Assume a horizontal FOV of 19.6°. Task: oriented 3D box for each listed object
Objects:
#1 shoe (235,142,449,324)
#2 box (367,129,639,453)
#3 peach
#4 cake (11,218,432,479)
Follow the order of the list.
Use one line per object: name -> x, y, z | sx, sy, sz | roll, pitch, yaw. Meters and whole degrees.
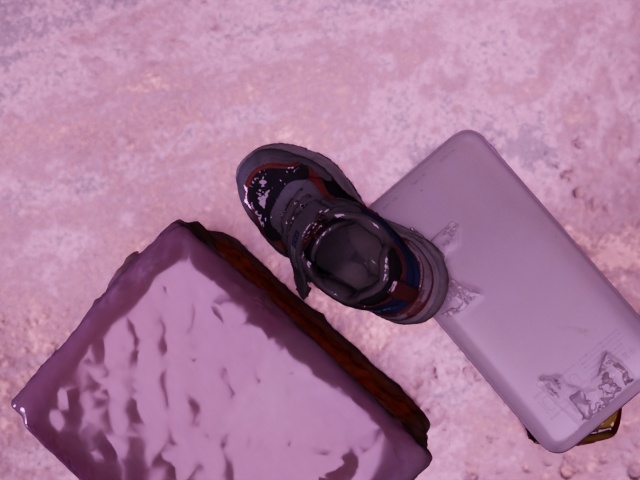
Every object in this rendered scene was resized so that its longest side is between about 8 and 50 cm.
shoe -> 0.000, 0.000, 1.630 | 0.227, 0.125, 0.099 | 35, 109, 19
box -> 0.172, 0.044, 1.663 | 0.142, 0.044, 0.285 | -40, 78, 3
peach -> 0.229, 0.161, 1.679 | 0.077, 0.050, 0.083 | 40, 85, 16
cake -> -0.077, 0.151, 1.597 | 0.309, 0.237, 0.230 | 44, 91, 2
